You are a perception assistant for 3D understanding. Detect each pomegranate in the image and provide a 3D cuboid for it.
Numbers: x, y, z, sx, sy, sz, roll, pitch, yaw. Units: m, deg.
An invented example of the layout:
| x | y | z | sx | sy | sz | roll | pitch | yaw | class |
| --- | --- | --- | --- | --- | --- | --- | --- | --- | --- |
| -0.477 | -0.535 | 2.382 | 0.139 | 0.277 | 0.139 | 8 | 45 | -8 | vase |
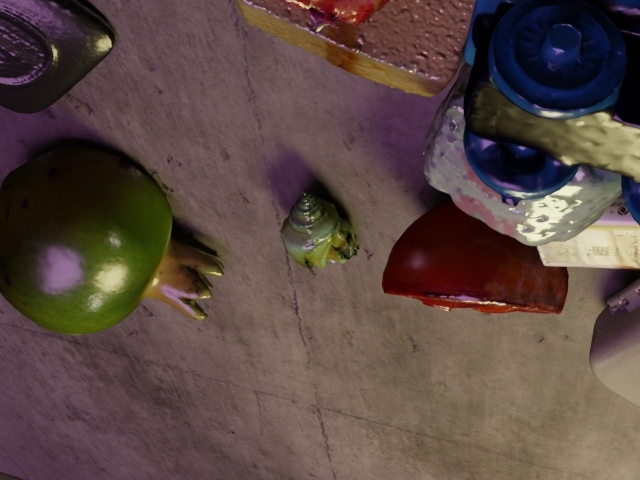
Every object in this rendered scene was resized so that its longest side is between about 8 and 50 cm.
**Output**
| x | y | z | sx | sy | sz | roll | pitch | yaw | class |
| --- | --- | --- | --- | --- | --- | --- | --- | --- | --- |
| -0.328 | 0.038 | 1.515 | 0.358 | 0.216 | 0.310 | 27 | 144 | -8 | pomegranate |

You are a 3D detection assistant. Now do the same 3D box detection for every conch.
| x | y | z | sx | sy | sz | roll | pitch | yaw | class |
| --- | --- | --- | --- | --- | --- | --- | --- | --- | --- |
| -0.002 | -0.004 | 1.390 | 0.095 | 0.079 | 0.201 | -7 | 156 | 18 | conch |

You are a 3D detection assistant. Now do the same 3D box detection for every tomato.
| x | y | z | sx | sy | sz | roll | pitch | yaw | class |
| --- | --- | --- | --- | --- | --- | --- | --- | --- | --- |
| 0.196 | 0.019 | 1.246 | 0.200 | 0.139 | 0.233 | 6 | 178 | 36 | tomato |

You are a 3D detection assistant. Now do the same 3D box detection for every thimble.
| x | y | z | sx | sy | sz | roll | pitch | yaw | class |
| --- | --- | --- | --- | --- | --- | --- | --- | --- | --- |
| 0.207 | -0.102 | 1.008 | 0.211 | 0.185 | 0.149 | 2 | 151 | -13 | thimble |

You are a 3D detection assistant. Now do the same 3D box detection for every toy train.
| x | y | z | sx | sy | sz | roll | pitch | yaw | class |
| --- | --- | --- | --- | --- | --- | --- | --- | --- | --- |
| 0.270 | -0.153 | 0.836 | 0.300 | 0.265 | 0.188 | 17 | 158 | 7 | toy train |

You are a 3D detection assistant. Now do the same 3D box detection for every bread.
| x | y | z | sx | sy | sz | roll | pitch | yaw | class |
| --- | --- | --- | --- | --- | --- | --- | --- | --- | --- |
| 0.037 | -0.248 | 1.058 | 0.240 | 0.135 | 0.178 | 23 | -179 | -1 | bread |

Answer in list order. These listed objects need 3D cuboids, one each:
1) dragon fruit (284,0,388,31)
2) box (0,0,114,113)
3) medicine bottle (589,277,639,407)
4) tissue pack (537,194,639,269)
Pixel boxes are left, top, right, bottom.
| x | y | z | sx | sy | sz | roll | pitch | yaw | class |
| --- | --- | --- | --- | --- | --- | --- | --- | --- | --- |
| -0.033 | -0.261 | 0.861 | 0.282 | 0.211 | 0.147 | 4 | 126 | -38 | dragon fruit |
| -0.380 | -0.248 | 1.240 | 0.212 | 0.042 | 0.201 | 33 | 131 | -31 | box |
| 0.504 | 0.113 | 1.206 | 0.282 | 0.123 | 0.375 | 26 | 146 | -8 | medicine bottle |
| 0.319 | -0.031 | 1.125 | 0.148 | 0.106 | 0.099 | 3 | 143 | 29 | tissue pack |
